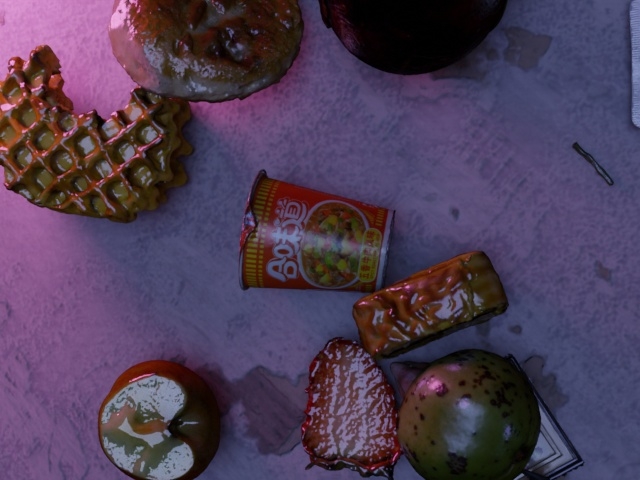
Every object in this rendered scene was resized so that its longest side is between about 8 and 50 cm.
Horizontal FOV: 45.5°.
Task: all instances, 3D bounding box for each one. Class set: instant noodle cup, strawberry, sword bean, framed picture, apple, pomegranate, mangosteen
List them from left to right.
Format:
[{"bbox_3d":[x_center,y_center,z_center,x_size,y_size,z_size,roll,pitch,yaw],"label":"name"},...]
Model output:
[{"bbox_3d":[-0.248,0.285,1.209,0.173,0.160,0.195,-12,89,17],"label":"apple"},{"bbox_3d":[0.000,0.000,1.149,0.212,0.193,0.193,9,92,6],"label":"instant noodle cup"},{"bbox_3d":[0.057,0.259,1.180,0.167,0.087,0.208,9,83,5],"label":"strawberry"},{"bbox_3d":[0.135,-0.393,1.051,0.330,0.330,0.330,0,90,14],"label":"mangosteen"},{"bbox_3d":[0.187,0.243,1.091,0.248,0.214,0.214,30,98,47],"label":"pomegranate"},{"bbox_3d":[0.263,0.303,1.162,0.195,0.010,0.199,-34,82,12],"label":"framed picture"},{"bbox_3d":[0.403,-0.114,1.128,0.012,0.012,0.083,-42,80,10],"label":"sword bean"}]

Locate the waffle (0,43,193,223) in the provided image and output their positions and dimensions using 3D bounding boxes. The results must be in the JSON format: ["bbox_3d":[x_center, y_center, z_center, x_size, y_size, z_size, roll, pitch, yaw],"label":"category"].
[{"bbox_3d":[-0.376,-0.169,1.239,0.324,0.151,0.261,12,88,9],"label":"waffle"}]

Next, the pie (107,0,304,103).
[{"bbox_3d":[-0.170,-0.346,1.171,0.315,0.092,0.315,3,69,-9],"label":"pie"}]

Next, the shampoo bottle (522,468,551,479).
[{"bbox_3d":[0.300,0.478,1.107,0.101,0.101,0.283,6,91,14],"label":"shampoo bottle"}]

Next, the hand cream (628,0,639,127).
[{"bbox_3d":[0.613,-0.257,1.038,0.359,0.118,0.185,-1,93,21],"label":"hand cream"}]

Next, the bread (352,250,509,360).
[{"bbox_3d":[0.156,0.098,1.102,0.222,0.181,0.096,-25,74,13],"label":"bread"}]
